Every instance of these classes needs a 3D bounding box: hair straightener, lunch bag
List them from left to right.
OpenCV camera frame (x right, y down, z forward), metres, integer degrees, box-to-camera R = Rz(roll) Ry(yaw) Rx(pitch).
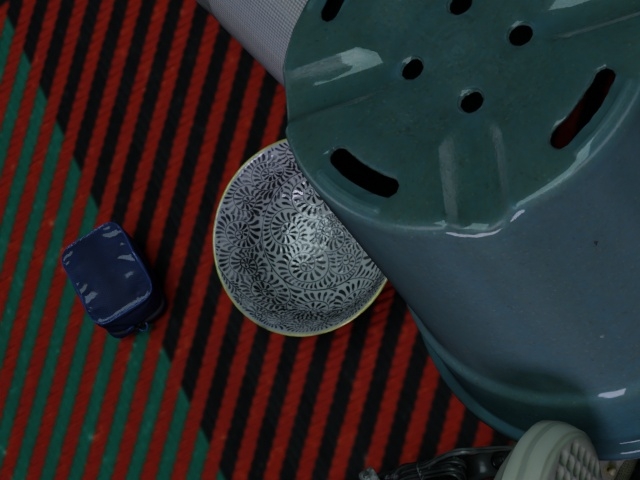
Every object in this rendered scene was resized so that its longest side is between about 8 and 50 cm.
[{"bbox_3d":[-0.183,0.041,1.382,0.067,0.065,0.098,-30,71,1],"label":"lunch bag"},{"bbox_3d":[0.072,0.201,1.210,0.230,0.089,0.047,-19,73,37],"label":"hair straightener"}]

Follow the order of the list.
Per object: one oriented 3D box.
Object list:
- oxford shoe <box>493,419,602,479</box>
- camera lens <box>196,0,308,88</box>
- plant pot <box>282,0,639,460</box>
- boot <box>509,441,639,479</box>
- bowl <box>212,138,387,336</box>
[{"bbox_3d":[0.104,0.324,1.117,0.130,0.169,0.449,26,121,32],"label":"oxford shoe"},{"bbox_3d":[0.014,-0.235,1.244,0.219,0.219,0.274,-49,67,11],"label":"camera lens"},{"bbox_3d":[0.157,-0.055,1.056,0.341,0.334,0.341,-12,63,24],"label":"plant pot"},{"bbox_3d":[0.259,0.140,1.175,0.213,0.077,0.165,22,91,31],"label":"boot"},{"bbox_3d":[0.000,0.000,1.300,0.170,0.080,0.170,-3,82,22],"label":"bowl"}]
